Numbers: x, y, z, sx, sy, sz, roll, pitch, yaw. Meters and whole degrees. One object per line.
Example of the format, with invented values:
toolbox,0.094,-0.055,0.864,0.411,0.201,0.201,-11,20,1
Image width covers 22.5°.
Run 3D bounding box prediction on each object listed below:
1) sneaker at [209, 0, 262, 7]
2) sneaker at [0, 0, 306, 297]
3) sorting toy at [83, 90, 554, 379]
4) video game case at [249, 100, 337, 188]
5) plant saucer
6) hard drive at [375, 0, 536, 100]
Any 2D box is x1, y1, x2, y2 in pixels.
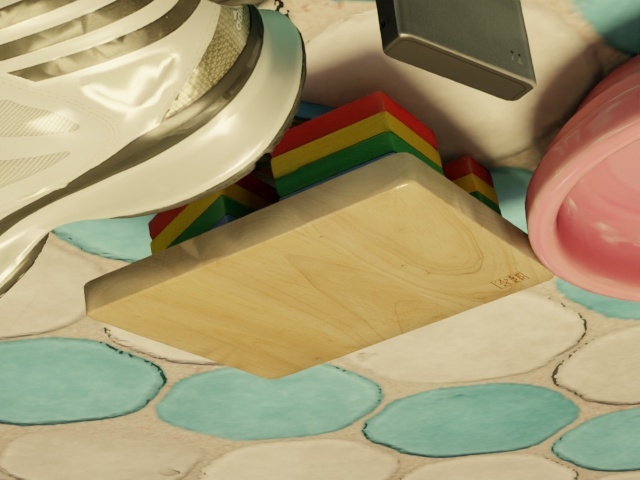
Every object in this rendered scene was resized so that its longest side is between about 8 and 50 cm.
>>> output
sneaker,-0.019,-0.222,0.775,0.106,0.101,0.267,19,138,-20
sneaker,-0.257,-0.084,0.966,0.447,0.169,0.257,-26,138,23
sorting toy,0.000,0.000,1.163,0.255,0.089,0.257,-22,156,22
video game case,-0.056,-0.056,1.162,0.119,0.015,0.166,10,150,-24
plant saucer,0.306,-0.059,1.125,0.332,0.084,0.332,-4,154,-2
hard drive,0.066,-0.147,0.865,0.094,0.135,0.022,15,144,-34
